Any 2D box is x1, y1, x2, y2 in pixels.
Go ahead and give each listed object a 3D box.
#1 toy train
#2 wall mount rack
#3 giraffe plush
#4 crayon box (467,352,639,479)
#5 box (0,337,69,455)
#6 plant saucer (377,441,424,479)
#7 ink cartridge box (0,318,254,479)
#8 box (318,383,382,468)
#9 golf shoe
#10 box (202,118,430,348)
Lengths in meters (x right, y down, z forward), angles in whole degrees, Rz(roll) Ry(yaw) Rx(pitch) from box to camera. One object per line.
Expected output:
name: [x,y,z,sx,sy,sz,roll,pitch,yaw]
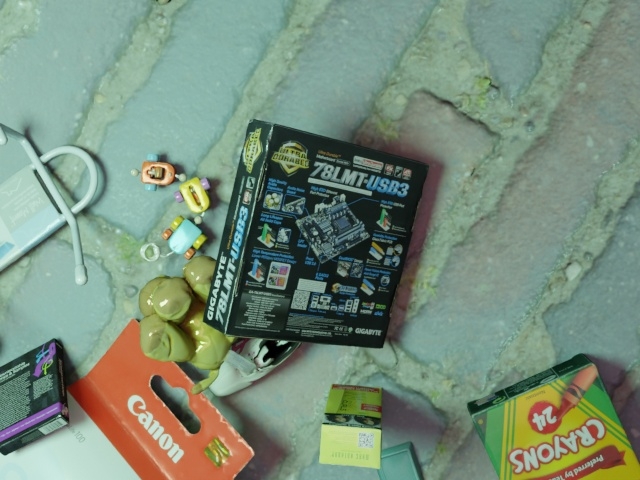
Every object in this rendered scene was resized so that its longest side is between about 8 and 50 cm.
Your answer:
toy train: [-0.229,-0.050,1.439,0.125,0.046,0.166,1,91,5]
wall mount rack: [-0.481,0.006,1.392,0.350,0.130,0.304,-36,75,6]
giraffe plush: [-0.198,0.105,1.379,0.181,0.170,0.210,-41,129,-14]
crayon box: [0.381,0.360,1.408,0.202,0.081,0.319,-25,93,5]
box: [-0.447,0.238,1.427,0.116,0.162,0.029,-27,135,5]
plant saucer: [0.141,0.418,1.460,0.067,0.018,0.192,-18,94,5]
ink cartridge box: [-0.332,0.355,1.400,0.308,0.091,0.385,44,97,21]
box: [0.048,0.266,1.346,0.087,0.232,0.058,4,95,5]
golf shoe: [-0.102,0.178,1.425,0.186,0.086,0.067,-39,93,7]
box: [0.000,0.000,1.330,0.295,0.073,0.293,9,95,-38]
